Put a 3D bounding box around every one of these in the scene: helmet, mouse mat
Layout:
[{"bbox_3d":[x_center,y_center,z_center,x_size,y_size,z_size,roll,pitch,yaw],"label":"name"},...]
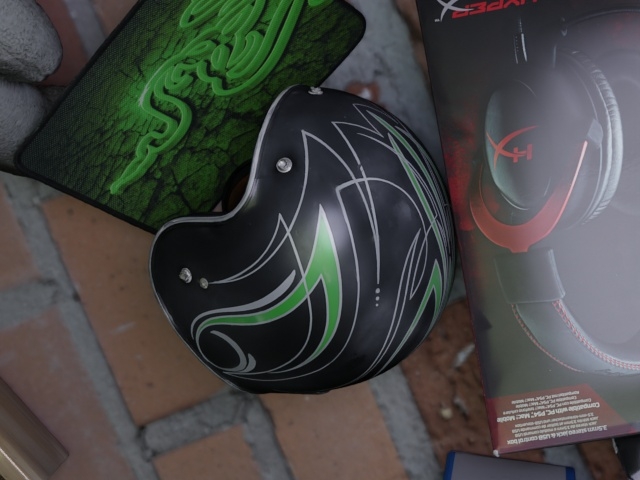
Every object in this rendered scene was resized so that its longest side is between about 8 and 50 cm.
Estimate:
[{"bbox_3d":[0.000,0.000,1.010,0.161,0.169,0.169,-30,96,29],"label":"helmet"},{"bbox_3d":[-0.074,-0.088,1.025,0.190,0.152,0.007,-49,48,13],"label":"mouse mat"}]

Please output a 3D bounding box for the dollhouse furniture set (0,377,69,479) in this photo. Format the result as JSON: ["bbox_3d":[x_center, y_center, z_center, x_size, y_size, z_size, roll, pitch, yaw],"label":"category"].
[{"bbox_3d":[-0.336,0.197,0.978,0.256,0.394,0.362,-41,93,13],"label":"dollhouse furniture set"}]

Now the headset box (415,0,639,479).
[{"bbox_3d":[0.186,-0.013,0.979,0.218,0.110,0.293,-9,88,10],"label":"headset box"}]

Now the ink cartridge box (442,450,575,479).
[{"bbox_3d":[0.101,0.249,1.051,0.086,0.148,0.203,7,103,5],"label":"ink cartridge box"}]

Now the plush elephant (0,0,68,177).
[{"bbox_3d":[-0.273,-0.192,0.971,0.271,0.330,0.255,7,84,14],"label":"plush elephant"}]
